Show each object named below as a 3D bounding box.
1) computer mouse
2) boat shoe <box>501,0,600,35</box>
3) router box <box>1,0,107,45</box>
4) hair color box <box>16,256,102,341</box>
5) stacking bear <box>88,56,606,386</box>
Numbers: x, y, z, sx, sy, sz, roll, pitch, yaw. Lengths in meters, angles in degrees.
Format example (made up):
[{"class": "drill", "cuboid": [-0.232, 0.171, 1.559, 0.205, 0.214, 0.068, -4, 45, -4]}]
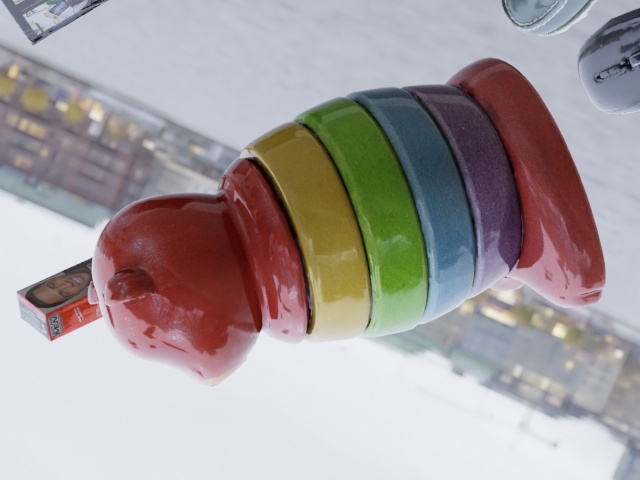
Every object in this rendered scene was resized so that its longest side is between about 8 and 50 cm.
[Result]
[{"class": "computer mouse", "cuboid": [0.296, -0.210, 1.557, 0.060, 0.184, 0.262, -23, -175, -16]}, {"class": "boat shoe", "cuboid": [0.200, -0.289, 1.294, 0.099, 0.319, 0.116, -21, -119, -33]}, {"class": "router box", "cuboid": [-0.155, -0.228, 1.097, 0.046, 0.179, 0.133, 58, 177, 29]}, {"class": "hair color box", "cuboid": [-0.291, 0.065, 1.944, 0.141, 0.043, 0.072, -27, -141, -31]}, {"class": "stacking bear", "cuboid": [0.000, 0.000, 0.987, 0.289, 0.164, 0.175, -18, -170, -16]}]
